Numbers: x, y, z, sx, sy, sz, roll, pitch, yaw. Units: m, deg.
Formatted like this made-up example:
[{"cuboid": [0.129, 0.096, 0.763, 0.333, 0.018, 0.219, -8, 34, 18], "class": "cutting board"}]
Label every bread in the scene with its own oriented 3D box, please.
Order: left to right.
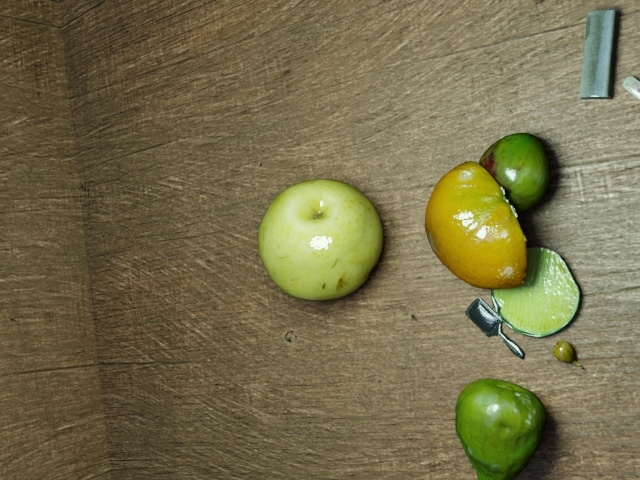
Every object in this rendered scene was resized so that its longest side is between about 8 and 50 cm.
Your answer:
[{"cuboid": [0.537, 0.128, 1.932, 0.229, 0.033, 0.228, -1, 89, 34], "class": "bread"}]

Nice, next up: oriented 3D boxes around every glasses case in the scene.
[{"cuboid": [0.663, -0.441, 1.840, 0.071, 0.047, 0.204, 7, 94, 33], "class": "glasses case"}, {"cuboid": [0.744, -0.350, 1.803, 0.083, 0.021, 0.032, 48, 115, 23], "class": "glasses case"}]

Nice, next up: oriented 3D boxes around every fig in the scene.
[{"cuboid": [0.413, 0.480, 1.904, 0.233, 0.233, 0.314, 43, 117, 25], "class": "fig"}, {"cuboid": [0.479, -0.171, 1.890, 0.181, 0.181, 0.191, 20, 75, 31], "class": "fig"}, {"cuboid": [0.604, 0.282, 1.884, 0.083, 0.050, 0.050, 44, 113, 8], "class": "fig"}]

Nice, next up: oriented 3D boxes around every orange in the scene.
[{"cuboid": [0.385, -0.039, 1.906, 0.274, 0.274, 0.310, -4, 65, 33], "class": "orange"}]

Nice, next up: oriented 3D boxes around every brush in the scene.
[{"cuboid": [0.455, 0.231, 1.993, 0.193, 0.016, 0.063, 46, 114, 24], "class": "brush"}]

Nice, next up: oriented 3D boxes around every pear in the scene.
[{"cuboid": [0.000, 0.000, 2.101, 0.349, 0.348, 0.348, 0, 90, 33], "class": "pear"}]
